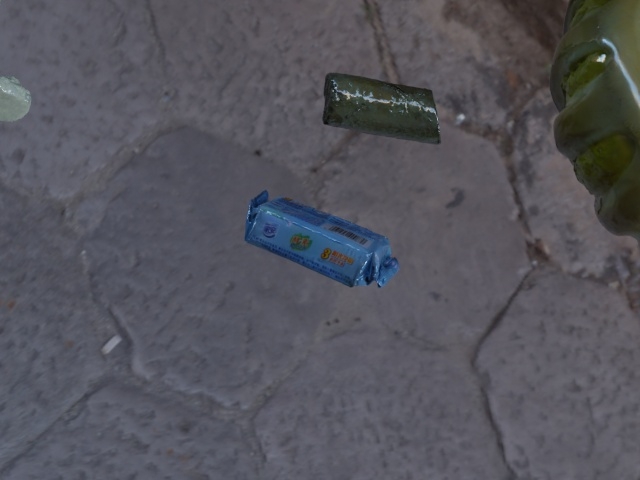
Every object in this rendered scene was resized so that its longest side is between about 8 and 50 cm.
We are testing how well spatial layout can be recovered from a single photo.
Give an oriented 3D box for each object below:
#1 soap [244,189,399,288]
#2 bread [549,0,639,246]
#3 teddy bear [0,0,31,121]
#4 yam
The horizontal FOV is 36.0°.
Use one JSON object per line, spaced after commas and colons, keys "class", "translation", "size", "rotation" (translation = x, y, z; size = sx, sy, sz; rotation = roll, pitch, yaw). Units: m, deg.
{"class": "soap", "translation": [0.000, 0.000, 1.766], "size": [0.293, 0.077, 0.156], "rotation": [22, 16, 12]}
{"class": "bread", "translation": [0.337, -0.132, 0.874], "size": [0.333, 0.160, 0.333], "rotation": [7, 69, -18]}
{"class": "teddy bear", "translation": [-0.688, -0.430, 1.757], "size": [0.375, 0.327, 0.362], "rotation": [35, 47, -47]}
{"class": "yam", "translation": [0.048, -0.098, 0.728], "size": [0.094, 0.043, 0.043], "rotation": [8, 70, -4]}
